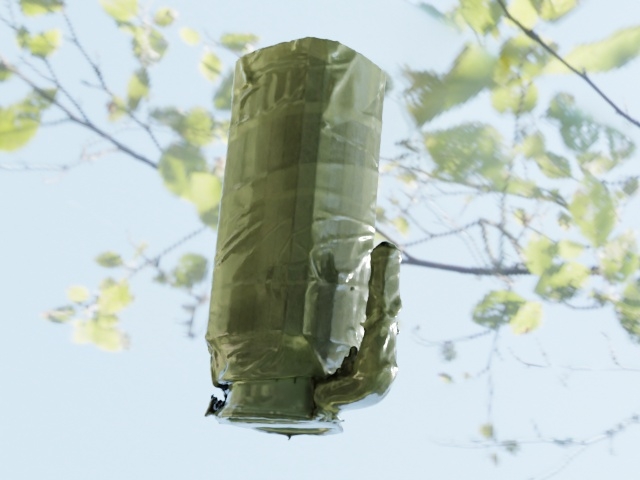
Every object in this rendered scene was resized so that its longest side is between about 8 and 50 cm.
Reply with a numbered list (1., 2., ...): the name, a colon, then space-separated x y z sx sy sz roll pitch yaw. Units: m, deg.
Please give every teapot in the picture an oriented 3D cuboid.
1. teapot: 0.000 0.000 0.643 0.107 0.077 0.200 -6 -108 36
